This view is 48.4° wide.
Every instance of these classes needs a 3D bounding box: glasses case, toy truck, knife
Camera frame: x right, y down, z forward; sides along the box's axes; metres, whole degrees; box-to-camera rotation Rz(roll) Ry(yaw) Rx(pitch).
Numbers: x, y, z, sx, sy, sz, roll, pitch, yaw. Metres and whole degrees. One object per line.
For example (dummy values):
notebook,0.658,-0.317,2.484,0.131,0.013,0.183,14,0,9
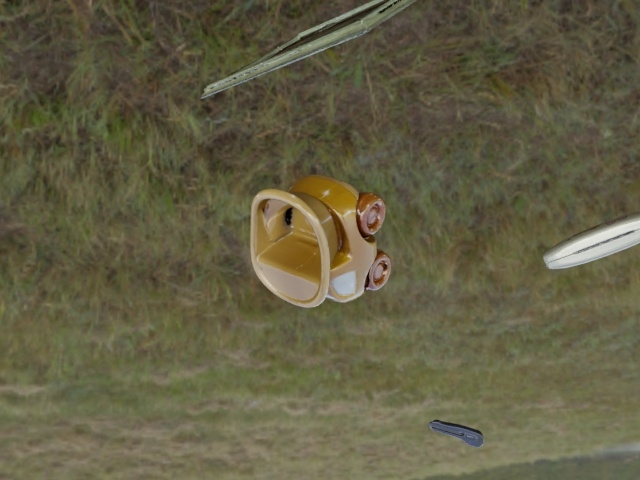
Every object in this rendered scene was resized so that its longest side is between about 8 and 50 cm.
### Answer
glasses case,0.190,-0.001,0.476,0.083,0.021,0.032,-25,176,26
toy truck,0.000,0.000,1.371,0.204,0.288,0.211,20,-141,36
knife,0.256,0.361,1.343,0.121,0.031,0.018,19,-160,-11

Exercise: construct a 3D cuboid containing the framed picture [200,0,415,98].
framed picture,0.005,-0.243,0.834,0.273,0.016,0.216,-9,-155,43
